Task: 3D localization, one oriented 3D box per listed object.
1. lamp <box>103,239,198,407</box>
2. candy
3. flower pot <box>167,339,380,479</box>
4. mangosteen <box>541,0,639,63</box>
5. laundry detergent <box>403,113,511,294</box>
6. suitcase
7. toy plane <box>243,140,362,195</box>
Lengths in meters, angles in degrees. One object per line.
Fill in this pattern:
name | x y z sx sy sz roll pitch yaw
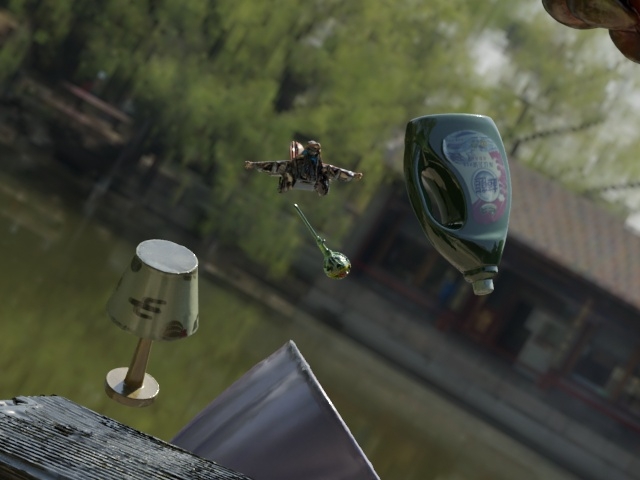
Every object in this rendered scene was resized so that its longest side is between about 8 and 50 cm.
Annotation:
lamp | -0.219 0.110 2.151 0.121 0.214 0.121 15 26 -8
candy | 0.000 0.000 1.584 0.083 0.025 0.023 58 10 4
flower pot | -0.058 0.263 1.602 0.265 0.243 0.265 60 -1 3
mangosteen | 0.296 -0.260 1.451 0.210 0.209 0.210 30 1 -1
laundry detergent | 0.163 -0.040 1.952 0.137 0.210 0.063 2 -16 -32
suitcase | -0.180 0.243 1.342 0.335 0.152 0.230 18 5 30
toy plane | -0.015 -0.080 1.868 0.135 0.062 0.188 5 2 -6
